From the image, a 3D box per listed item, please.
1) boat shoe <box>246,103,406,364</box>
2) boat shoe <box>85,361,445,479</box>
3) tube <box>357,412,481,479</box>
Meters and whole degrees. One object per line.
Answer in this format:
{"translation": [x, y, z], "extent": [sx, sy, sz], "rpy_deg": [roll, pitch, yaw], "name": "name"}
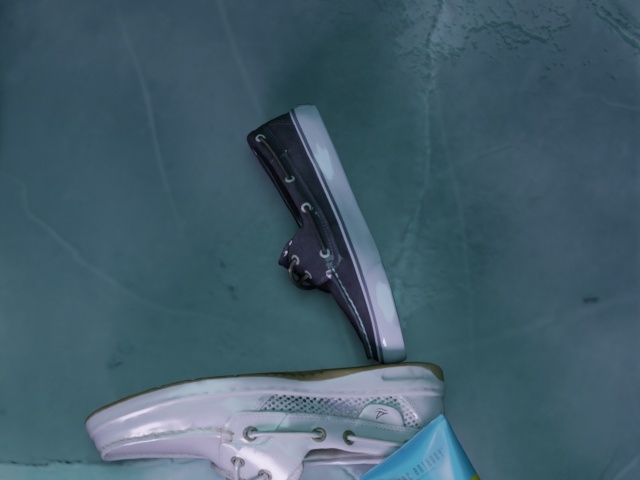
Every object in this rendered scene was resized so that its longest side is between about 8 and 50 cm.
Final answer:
{"translation": [0.000, 0.000, 1.110], "extent": [0.076, 0.080, 0.228], "rpy_deg": [-20, 76, -2], "name": "boat shoe"}
{"translation": [-0.036, 0.152, 1.055], "extent": [0.277, 0.098, 0.096], "rpy_deg": [-5, 75, -6], "name": "boat shoe"}
{"translation": [0.119, 0.237, 1.046], "extent": [0.080, 0.052, 0.207], "rpy_deg": [-36, 92, -13], "name": "tube"}
